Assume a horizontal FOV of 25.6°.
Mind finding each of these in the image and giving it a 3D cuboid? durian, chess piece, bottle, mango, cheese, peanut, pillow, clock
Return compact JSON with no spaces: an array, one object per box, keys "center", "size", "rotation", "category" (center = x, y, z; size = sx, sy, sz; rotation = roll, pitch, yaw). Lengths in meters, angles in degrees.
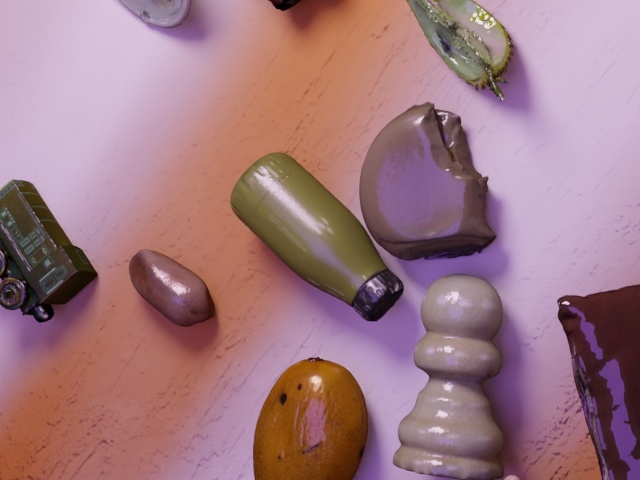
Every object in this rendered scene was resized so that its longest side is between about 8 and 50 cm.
[{"center":[0.182,-0.248,1.778],"size":[0.215,0.100,0.086],"rotation":[49,114,24],"category":"durian"},{"center":[0.175,0.168,1.784],"size":[0.144,0.144,0.251],"rotation":[5,88,26],"category":"chess piece"},{"center":[0.000,0.000,1.869],"size":[0.260,0.112,0.112],"rotation":[44,109,19],"category":"bottle"},{"center":[-0.018,0.285,1.888],"size":[0.157,0.109,0.262],"rotation":[11,98,22],"category":"mango"},{"center":[0.133,-0.075,1.814],"size":[0.175,0.091,0.202],"rotation":[-5,89,25],"category":"cheese"},{"center":[-0.214,0.067,2.001],"size":[0.152,0.076,0.076],"rotation":[35,106,19],"category":"peanut"},{"center":[0.432,0.182,1.586],"size":[0.108,0.305,0.308],"rotation":[158,99,-67],"category":"pillow"},{"center":[-0.251,-0.408,1.959],"size":[0.236,0.053,0.236],"rotation":[35,149,24],"category":"clock"}]

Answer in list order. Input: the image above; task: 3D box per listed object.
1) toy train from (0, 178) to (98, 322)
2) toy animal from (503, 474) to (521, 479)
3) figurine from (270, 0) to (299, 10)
[{"center":[-0.443,0.009,2.105],"size":[0.137,0.090,0.225],"rotation":[-40,75,14],"category":"toy train"},{"center":[0.338,0.410,1.674],"size":[0.247,0.277,0.345],"rotation":[-20,94,-3],"category":"toy animal"},{"center":[-0.107,-0.500,1.900],"size":[0.365,0.206,0.218],"rotation":[47,136,-8],"category":"figurine"}]
